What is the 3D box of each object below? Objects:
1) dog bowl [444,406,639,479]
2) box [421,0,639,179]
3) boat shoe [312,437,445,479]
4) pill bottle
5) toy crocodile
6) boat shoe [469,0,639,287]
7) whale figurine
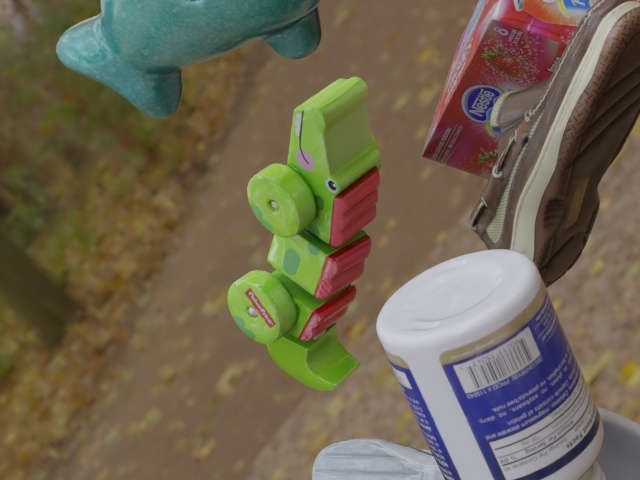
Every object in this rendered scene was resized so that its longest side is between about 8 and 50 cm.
[{"bbox_3d":[0.199,0.258,1.428,0.104,0.265,0.265,-49,9,40],"label":"dog bowl"},{"bbox_3d":[0.180,-0.152,1.575,0.257,0.123,0.128,113,176,-66],"label":"box"},{"bbox_3d":[0.096,0.234,1.761,0.226,0.076,0.083,8,82,41],"label":"boat shoe"},{"bbox_3d":[0.121,0.110,1.252,0.112,0.186,0.112,-21,21,9],"label":"pill bottle"},{"bbox_3d":[0.000,0.000,1.725,0.115,0.105,0.340,-34,-32,-40],"label":"toy crocodile"},{"bbox_3d":[0.162,-0.078,1.393,0.095,0.095,0.257,-27,-34,-40],"label":"boat shoe"},{"bbox_3d":[-0.098,-0.180,1.361,0.272,0.216,0.141,-48,17,38],"label":"whale figurine"}]
